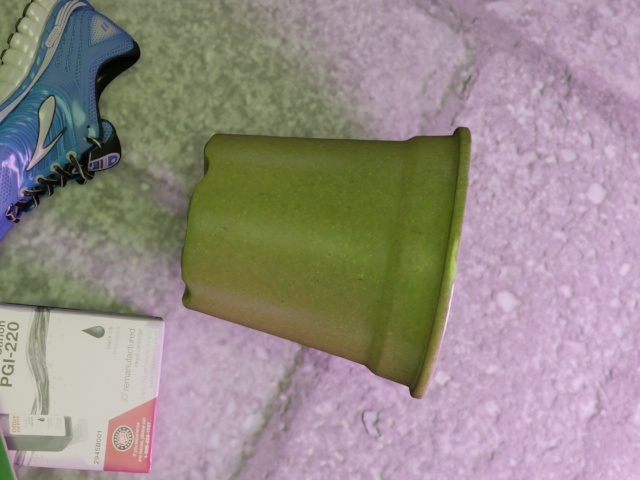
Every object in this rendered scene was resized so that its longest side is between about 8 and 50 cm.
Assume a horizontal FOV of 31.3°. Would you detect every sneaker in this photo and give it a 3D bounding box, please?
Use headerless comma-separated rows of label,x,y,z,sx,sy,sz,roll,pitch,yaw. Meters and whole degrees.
sneaker,-0.280,-0.090,1.141,0.147,0.130,0.330,26,78,-8

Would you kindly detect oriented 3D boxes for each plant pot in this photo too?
plant pot,0.000,0.000,1.143,0.254,0.276,0.276,11,84,1

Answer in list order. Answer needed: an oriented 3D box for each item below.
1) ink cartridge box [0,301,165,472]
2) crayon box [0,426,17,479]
ink cartridge box,-0.272,0.146,1.148,0.218,0.092,0.158,6,85,-9
crayon box,-0.435,0.286,1.054,0.323,0.083,0.203,-18,89,10
